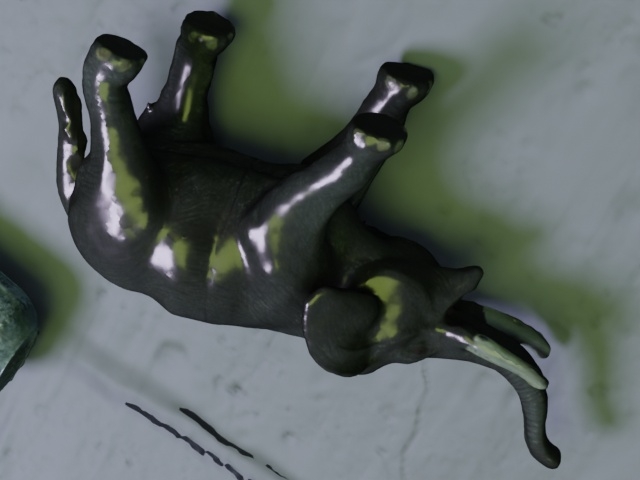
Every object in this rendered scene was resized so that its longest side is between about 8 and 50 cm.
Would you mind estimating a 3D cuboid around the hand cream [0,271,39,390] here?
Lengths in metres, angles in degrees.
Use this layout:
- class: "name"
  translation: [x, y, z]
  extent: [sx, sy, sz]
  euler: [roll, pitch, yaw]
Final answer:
- class: "hand cream"
  translation: [-0.218, 0.009, 0.761]
  extent: [0.175, 0.046, 0.095]
  euler: [35, 119, 3]

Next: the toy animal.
- class: "toy animal"
  translation: [0.006, -0.007, 0.671]
  extent: [0.269, 0.082, 0.137]
  euler: [24, 119, 2]
